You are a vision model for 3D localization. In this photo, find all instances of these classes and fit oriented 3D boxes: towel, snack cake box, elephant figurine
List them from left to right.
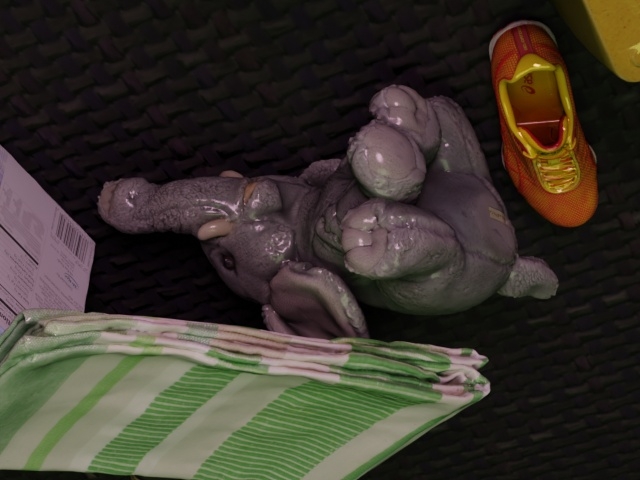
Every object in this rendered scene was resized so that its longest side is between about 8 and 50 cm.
[{"bbox_3d":[-0.269,-0.013,0.865,0.089,0.152,0.264,-22,129,20],"label":"snack cake box"},{"bbox_3d":[-0.080,0.122,0.885,0.325,0.038,0.248,8,148,-28],"label":"towel"},{"bbox_3d":[0.000,0.000,0.900,0.239,0.186,0.169,-25,173,35],"label":"elephant figurine"}]

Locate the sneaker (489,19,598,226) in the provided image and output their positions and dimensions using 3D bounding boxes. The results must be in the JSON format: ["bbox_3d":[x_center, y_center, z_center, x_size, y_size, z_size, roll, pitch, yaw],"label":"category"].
[{"bbox_3d":[0.148,-0.064,0.873,0.064,0.067,0.175,-17,133,14],"label":"sneaker"}]

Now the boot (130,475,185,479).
[{"bbox_3d":[-0.082,0.152,1.081,0.198,0.077,0.137,-11,128,9],"label":"boot"}]

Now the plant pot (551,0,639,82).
[{"bbox_3d":[0.182,-0.208,0.653,0.212,0.187,0.212,-20,130,18],"label":"plant pot"}]
